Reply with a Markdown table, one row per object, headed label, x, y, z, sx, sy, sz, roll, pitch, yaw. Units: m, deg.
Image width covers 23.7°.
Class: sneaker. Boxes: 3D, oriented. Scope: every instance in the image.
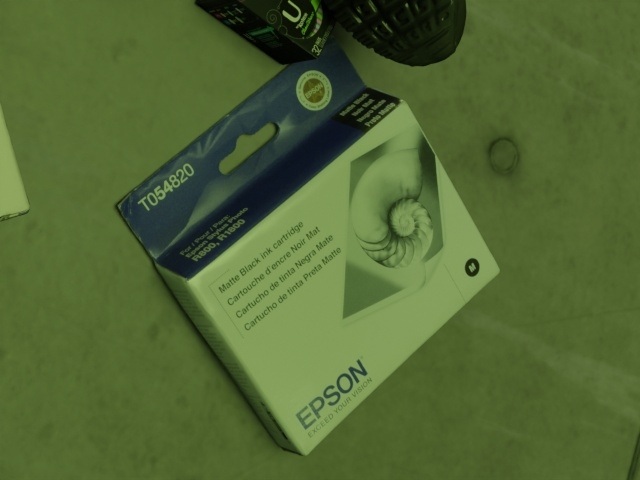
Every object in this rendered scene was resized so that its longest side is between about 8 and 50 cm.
| label | x | y | z | sx | sy | sz | roll | pitch | yaw |
| --- | --- | --- | --- | --- | --- | --- | --- | --- | --- |
| sneaker | 0.043 | -0.261 | 1.060 | 0.130 | 0.109 | 0.286 | -21 | 91 | -54 |

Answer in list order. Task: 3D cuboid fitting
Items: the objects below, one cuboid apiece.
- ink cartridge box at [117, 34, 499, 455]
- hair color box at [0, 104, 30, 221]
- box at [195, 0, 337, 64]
| label | x | y | z | sx | sy | sz | roll | pitch | yaw |
| --- | --- | --- | --- | --- | --- | --- | --- | --- | --- |
| ink cartridge box | 0.000 | 0.000 | 1.100 | 0.223 | 0.045 | 0.224 | -42 | 111 | -23 |
| hair color box | -0.309 | -0.152 | 0.874 | 0.185 | 0.110 | 0.339 | -19 | 99 | -30 |
| box | -0.032 | -0.172 | 1.070 | 0.083 | 0.052 | 0.062 | 33 | 73 | -27 |
